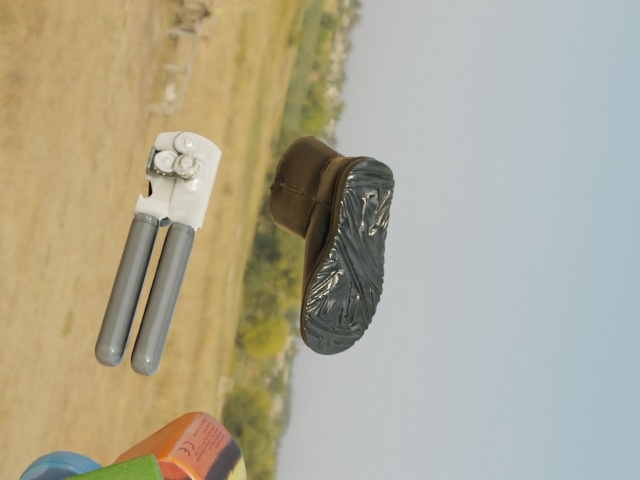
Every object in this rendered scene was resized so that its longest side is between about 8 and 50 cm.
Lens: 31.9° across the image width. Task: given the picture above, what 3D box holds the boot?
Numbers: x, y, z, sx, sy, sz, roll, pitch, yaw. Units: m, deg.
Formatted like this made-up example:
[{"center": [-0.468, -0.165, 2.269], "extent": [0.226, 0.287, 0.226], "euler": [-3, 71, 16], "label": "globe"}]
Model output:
[{"center": [0.000, 0.000, 1.390], "extent": [0.207, 0.094, 0.247], "euler": [24, -76, 64], "label": "boot"}]

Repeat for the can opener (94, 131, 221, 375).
[{"center": [-0.167, 0.009, 1.173], "extent": [0.093, 0.074, 0.281], "euler": [111, -8, -62], "label": "can opener"}]

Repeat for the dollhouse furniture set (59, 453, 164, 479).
[{"center": [-0.045, 0.127, 0.273], "extent": [0.076, 0.058, 0.152], "euler": [92, -24, -50], "label": "dollhouse furniture set"}]

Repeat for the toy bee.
[{"center": [-0.152, 0.215, 0.699], "extent": [0.195, 0.298, 0.162], "euler": [-43, 109, -43], "label": "toy bee"}]
